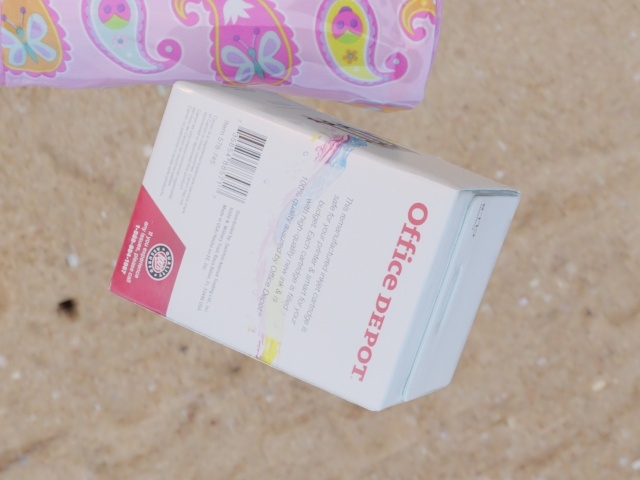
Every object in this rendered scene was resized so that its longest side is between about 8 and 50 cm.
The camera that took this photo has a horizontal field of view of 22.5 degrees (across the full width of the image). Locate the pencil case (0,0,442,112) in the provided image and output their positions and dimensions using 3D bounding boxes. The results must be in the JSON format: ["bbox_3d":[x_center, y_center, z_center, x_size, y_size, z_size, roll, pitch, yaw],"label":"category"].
[{"bbox_3d":[-0.068,-0.146,1.000,0.284,0.124,0.124,4,129,-6],"label":"pencil case"}]

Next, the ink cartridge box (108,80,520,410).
[{"bbox_3d":[0.000,0.000,0.902,0.127,0.176,0.128,-3,115,-67],"label":"ink cartridge box"}]
